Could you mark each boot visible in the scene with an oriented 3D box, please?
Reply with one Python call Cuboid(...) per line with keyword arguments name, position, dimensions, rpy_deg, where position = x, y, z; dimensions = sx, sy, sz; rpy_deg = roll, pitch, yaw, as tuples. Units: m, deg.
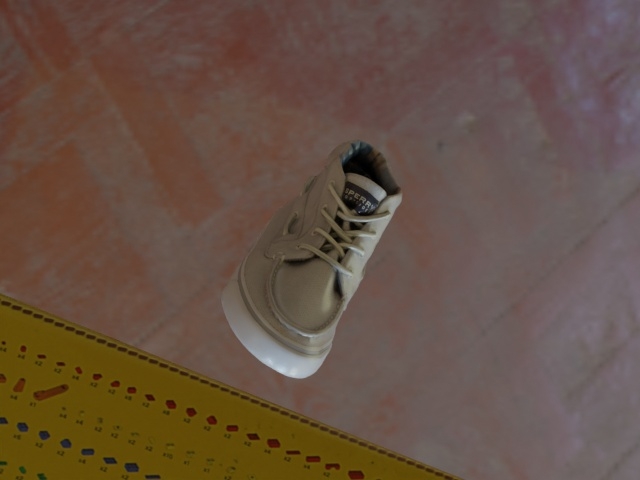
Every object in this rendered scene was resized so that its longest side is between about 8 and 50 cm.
Cuboid(name="boot", position=(0.000, 0.000, 1.303), dimensions=(0.095, 0.258, 0.123), rpy_deg=(33, 112, -11))

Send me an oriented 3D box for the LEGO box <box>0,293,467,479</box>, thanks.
Cuboid(name="LEGO box", position=(-0.107, 0.216, 0.817), dimensions=(0.500, 0.372, 0.193), rpy_deg=(23, 60, -15))
